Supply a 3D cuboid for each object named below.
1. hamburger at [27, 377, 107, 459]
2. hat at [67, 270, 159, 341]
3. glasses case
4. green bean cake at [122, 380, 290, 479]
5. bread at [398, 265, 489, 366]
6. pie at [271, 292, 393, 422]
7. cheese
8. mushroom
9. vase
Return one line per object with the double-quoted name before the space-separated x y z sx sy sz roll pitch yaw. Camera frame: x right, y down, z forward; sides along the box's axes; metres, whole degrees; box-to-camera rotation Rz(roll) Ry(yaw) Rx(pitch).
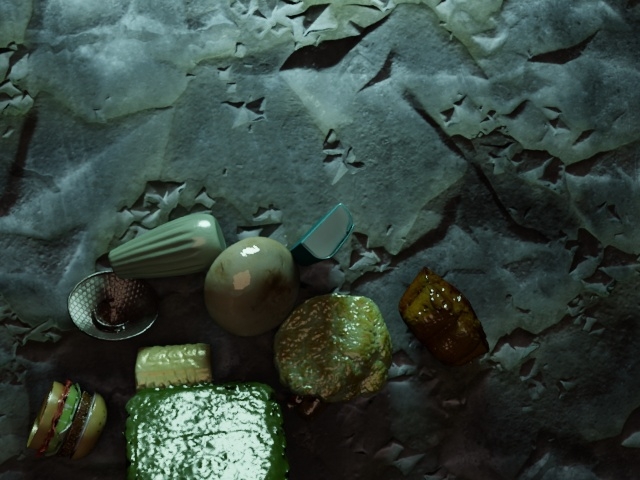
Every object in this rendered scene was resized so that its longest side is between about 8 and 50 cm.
"hamburger" -0.522 0.382 1.428 0.137 0.175 0.175 23 82 -17
"hat" -0.455 0.163 1.497 0.193 0.082 0.193 11 44 -10
"glasses case" 0.002 -0.001 1.453 0.070 0.301 0.117 44 82 -1
"green bean cake" -0.231 0.455 1.364 0.319 0.335 0.218 0 125 -12
"bread" 0.275 0.175 1.507 0.135 0.247 0.232 -44 83 7
"pie" 0.025 0.249 1.538 0.274 0.105 0.257 -20 79 -9
"cheese" -0.317 0.287 1.486 0.167 0.094 0.123 -4 60 -9
"mushroom" -0.153 0.098 1.492 0.226 0.178 0.226 -19 126 -28
"vase" -0.339 0.023 1.502 0.248 0.128 0.128 -15 87 1
